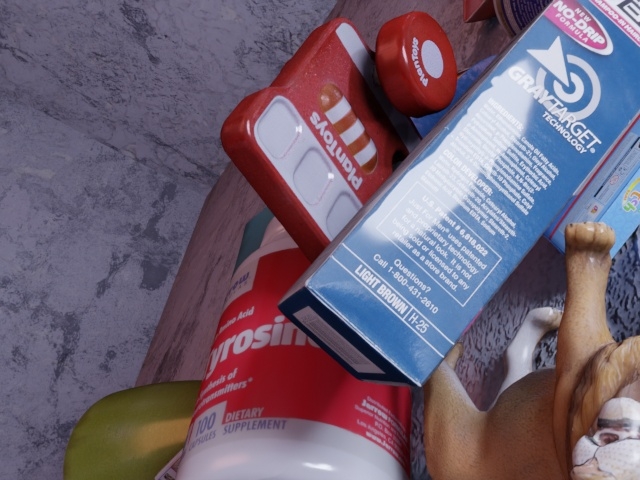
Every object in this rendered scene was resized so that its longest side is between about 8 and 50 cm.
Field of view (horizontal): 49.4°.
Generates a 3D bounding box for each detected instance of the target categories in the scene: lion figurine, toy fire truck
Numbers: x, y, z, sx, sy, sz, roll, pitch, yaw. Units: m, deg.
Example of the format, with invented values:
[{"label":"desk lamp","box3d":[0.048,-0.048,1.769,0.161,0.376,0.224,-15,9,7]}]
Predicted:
[{"label":"lion figurine","box3d":[0.163,0.135,0.501,0.392,0.142,0.240,120,163,-66]},{"label":"toy fire truck","box3d":[0.046,-0.063,0.706,0.169,0.302,0.254,-8,39,41]}]

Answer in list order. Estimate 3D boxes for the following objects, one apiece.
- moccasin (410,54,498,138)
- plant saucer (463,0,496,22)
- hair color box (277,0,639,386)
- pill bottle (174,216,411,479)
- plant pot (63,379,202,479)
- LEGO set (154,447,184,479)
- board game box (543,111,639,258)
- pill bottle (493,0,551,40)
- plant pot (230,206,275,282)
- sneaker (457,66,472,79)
[{"label":"moccasin","box3d":[0.156,-0.107,0.887,0.342,0.117,0.137,-25,75,46]},{"label":"plant saucer","box3d":[0.326,-0.489,1.101,0.259,0.048,0.258,-48,22,42]},{"label":"hair color box","box3d":[0.124,-0.050,0.553,0.347,0.105,0.174,-49,1,-13]},{"label":"pill bottle","box3d":[-0.011,0.142,0.791,0.229,0.229,0.407,-50,20,36]},{"label":"plant pot","box3d":[-0.192,0.325,1.066,0.294,0.275,0.274,-28,34,36]},{"label":"LEGO set","box3d":[-0.176,0.401,0.965,0.244,0.182,0.060,-48,1,26]},{"label":"board game box","box3d":[0.256,-0.079,0.671,0.160,0.039,0.211,-58,17,16]},{"label":"pill bottle","box3d":[0.283,-0.249,0.660,0.153,0.153,0.264,-60,16,9]},{"label":"plant pot","box3d":[0.000,0.000,1.125,0.234,0.166,0.165,-41,25,33]},{"label":"sneaker","box3d":[0.176,-0.166,0.998,0.185,0.070,0.084,-62,11,3]}]
